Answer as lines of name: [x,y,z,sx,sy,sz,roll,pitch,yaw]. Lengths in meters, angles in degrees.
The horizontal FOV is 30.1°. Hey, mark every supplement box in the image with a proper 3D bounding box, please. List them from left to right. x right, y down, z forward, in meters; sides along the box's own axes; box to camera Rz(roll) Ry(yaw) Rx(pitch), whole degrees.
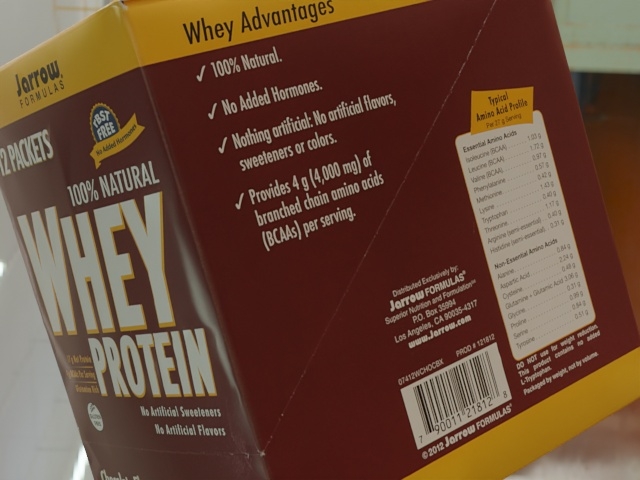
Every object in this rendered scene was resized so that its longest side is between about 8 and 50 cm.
supplement box: [0.000,0.000,0.465,0.129,0.191,0.194,-9,99,53]
